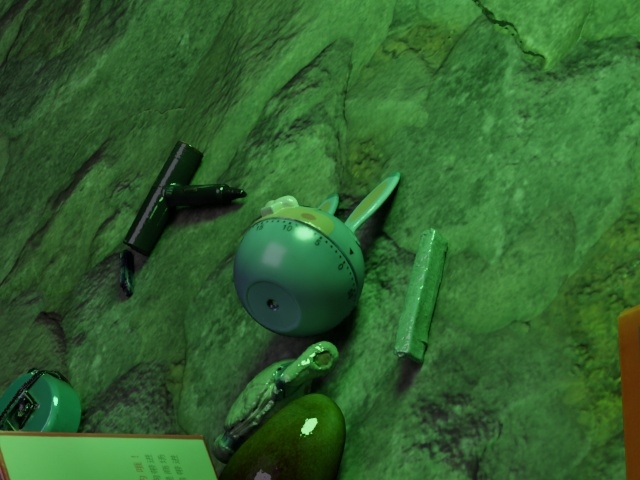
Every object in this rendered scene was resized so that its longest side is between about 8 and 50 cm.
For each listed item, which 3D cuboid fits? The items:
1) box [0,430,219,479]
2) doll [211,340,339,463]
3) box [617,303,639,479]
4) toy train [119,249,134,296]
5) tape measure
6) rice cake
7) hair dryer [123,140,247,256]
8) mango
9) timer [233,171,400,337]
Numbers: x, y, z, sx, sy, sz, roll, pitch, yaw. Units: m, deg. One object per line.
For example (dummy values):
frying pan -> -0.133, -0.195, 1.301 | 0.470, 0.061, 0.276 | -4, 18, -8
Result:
box -> -0.267, 0.396, 1.726 | 0.300, 0.312, 0.314 | -40, 59, 31
doll -> -0.062, 0.193, 1.955 | 0.214, 0.071, 0.103 | -45, -7, 23
box -> 0.444, 0.155, 1.182 | 0.348, 0.318, 0.257 | -28, 40, 34
toy train -> -0.282, 0.047, 2.410 | 0.017, 0.017, 0.083 | -37, 38, 25
tape measure -> -0.397, 0.252, 2.316 | 0.146, 0.081, 0.125 | -53, 45, 2
rice cake -> 0.116, 0.064, 1.906 | 0.029, 0.033, 0.171 | -13, 50, 39
hair dryer -> -0.184, -0.047, 2.357 | 0.195, 0.050, 0.173 | 18, 78, 51
mango -> -0.057, 0.287, 1.849 | 0.133, 0.111, 0.268 | 1, 60, 52
timer -> -0.015, -0.004, 2.011 | 0.175, 0.175, 0.255 | -17, 48, 42
